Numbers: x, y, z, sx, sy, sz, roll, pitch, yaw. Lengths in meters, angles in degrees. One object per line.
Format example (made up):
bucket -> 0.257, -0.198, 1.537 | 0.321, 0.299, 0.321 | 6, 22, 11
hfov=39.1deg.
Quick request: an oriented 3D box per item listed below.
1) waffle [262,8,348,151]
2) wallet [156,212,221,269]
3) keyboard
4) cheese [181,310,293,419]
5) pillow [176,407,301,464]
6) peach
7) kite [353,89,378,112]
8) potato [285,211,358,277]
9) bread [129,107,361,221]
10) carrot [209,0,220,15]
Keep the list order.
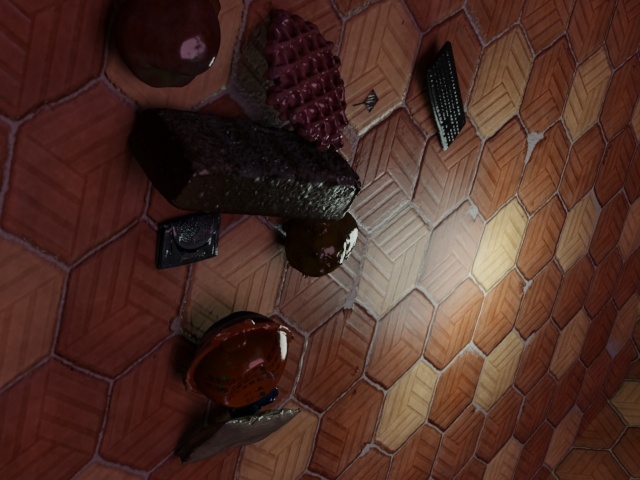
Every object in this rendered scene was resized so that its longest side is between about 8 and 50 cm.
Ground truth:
waffle -> -0.022, -0.271, 1.509 | 0.221, 0.055, 0.234 | 34, 48, -46
wallet -> -0.218, 0.000, 1.518 | 0.129, 0.026, 0.088 | -15, 122, -48
keyboard -> 0.256, -0.338, 1.914 | 0.103, 0.041, 0.381 | -53, 143, -17
cheese -> -0.142, 0.243, 1.666 | 0.217, 0.129, 0.329 | -25, 147, -10
pillow -> -0.157, 0.373, 1.752 | 0.148, 0.050, 0.229 | -33, 162, 30
peach -> -0.207, -0.295, 1.272 | 0.152, 0.152, 0.152 | -29, 131, -40
kite -> 0.091, -0.268, 1.777 | 0.078, 0.002, 0.044 | -42, 138, -31
potato -> 0.000, 0.000, 1.721 | 0.176, 0.137, 0.137 | -32, 137, -67
bread -> -0.109, -0.120, 1.462 | 0.416, 0.165, 0.113 | 1, 130, -52
carrot -> -0.209, -0.393, 1.292 | 0.048, 0.048, 0.216 | -56, 139, -13
